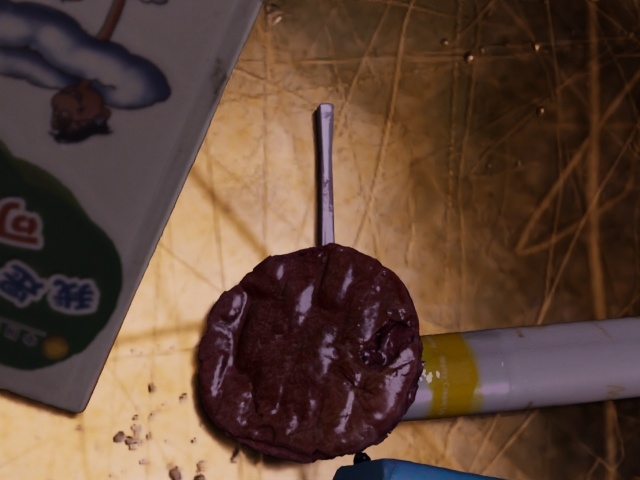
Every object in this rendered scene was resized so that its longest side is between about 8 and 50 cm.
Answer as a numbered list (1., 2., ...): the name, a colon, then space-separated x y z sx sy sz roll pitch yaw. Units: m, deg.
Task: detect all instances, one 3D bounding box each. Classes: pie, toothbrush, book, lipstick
1. pie: -0.005 0.073 0.916 0.154 0.038 0.153 -6 72 19
2. toothbrush: 0.002 0.000 0.975 0.017 0.014 0.194 5 77 -12
3. book: -0.192 -0.103 0.845 0.260 0.043 0.371 22 102 -10
4. lipstick: 0.165 0.085 0.975 0.264 0.059 0.059 -5 79 -16

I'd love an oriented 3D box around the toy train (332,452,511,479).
1. toy train: 0.056 0.271 0.798 0.188 0.265 0.300 11 75 -12
